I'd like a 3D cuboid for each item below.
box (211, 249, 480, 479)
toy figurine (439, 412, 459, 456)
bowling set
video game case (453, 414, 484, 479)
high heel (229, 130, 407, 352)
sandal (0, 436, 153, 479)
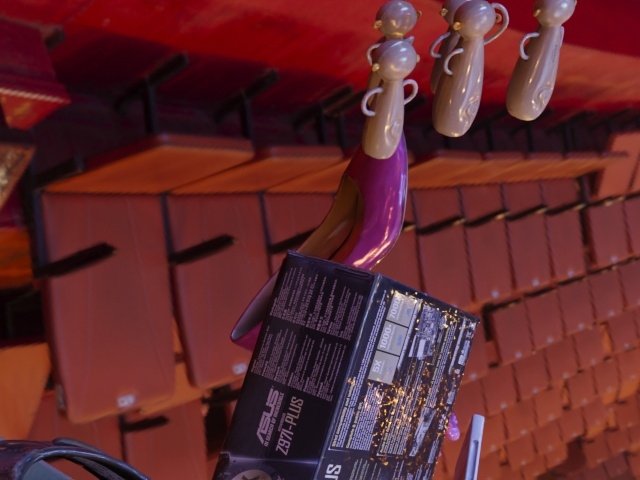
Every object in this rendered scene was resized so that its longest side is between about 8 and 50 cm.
[{"bbox_3d":[0.020,0.115,0.575,0.078,0.180,0.147,14,174,38],"label":"box"},{"bbox_3d":[0.092,0.174,0.917,0.173,0.159,0.130,0,131,-20],"label":"toy figurine"},{"bbox_3d":[0.118,-0.220,0.959,0.287,0.200,0.154,-19,134,-32],"label":"bowling set"},{"bbox_3d":[0.239,0.419,1.433,0.023,0.183,0.201,12,141,7],"label":"video game case"},{"bbox_3d":[0.000,0.000,1.190,0.181,0.377,0.127,7,-165,-24],"label":"high heel"},{"bbox_3d":[-0.100,0.134,0.366,0.303,0.086,0.120,21,-159,15],"label":"sandal"}]
